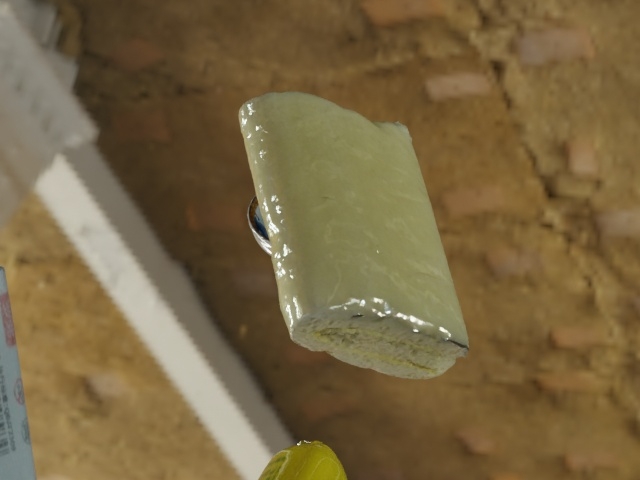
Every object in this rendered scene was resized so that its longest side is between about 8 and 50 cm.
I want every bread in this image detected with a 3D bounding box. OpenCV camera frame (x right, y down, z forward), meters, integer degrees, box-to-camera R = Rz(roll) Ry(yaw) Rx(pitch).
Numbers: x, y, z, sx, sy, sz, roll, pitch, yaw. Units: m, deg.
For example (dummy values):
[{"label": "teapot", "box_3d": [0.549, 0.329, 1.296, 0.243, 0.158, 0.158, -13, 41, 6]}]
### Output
[{"label": "bread", "box_3d": [0.022, -0.005, 1.237, 0.139, 0.178, 0.060, 17, -43, -40]}]

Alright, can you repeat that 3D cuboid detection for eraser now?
[{"label": "eraser", "box_3d": [-0.359, 0.145, 1.924, 0.081, 0.227, 0.174, -5, 4, 28]}]

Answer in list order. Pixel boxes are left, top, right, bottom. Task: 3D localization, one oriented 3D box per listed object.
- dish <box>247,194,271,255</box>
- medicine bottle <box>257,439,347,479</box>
[{"label": "dish", "box_3d": [0.000, 0.000, 1.945, 0.141, 0.141, 0.078, 4, -53, 10]}, {"label": "medicine bottle", "box_3d": [-0.067, 0.290, 1.549, 0.076, 0.309, 0.111, 28, -42, 5]}]
